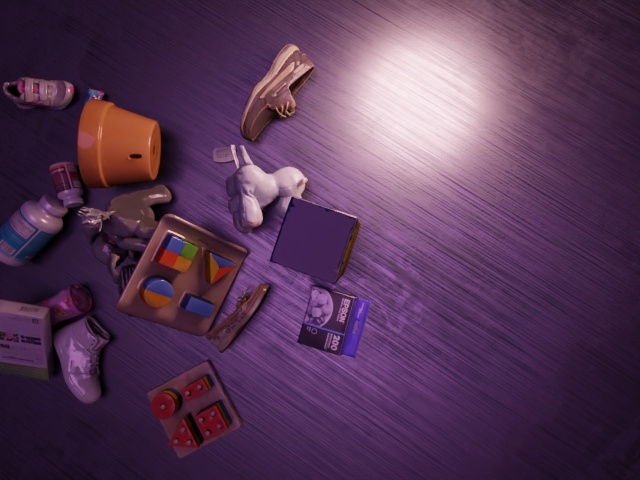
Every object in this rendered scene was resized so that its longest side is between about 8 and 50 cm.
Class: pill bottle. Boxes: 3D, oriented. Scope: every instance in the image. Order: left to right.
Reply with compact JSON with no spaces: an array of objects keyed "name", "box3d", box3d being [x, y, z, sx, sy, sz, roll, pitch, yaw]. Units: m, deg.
[{"name":"pill bottle","box3d":[-1.026,-0.042,1.591,0.264,0.146,0.146,-43,85,4]},{"name":"pill bottle","box3d":[-0.906,-0.198,1.610,0.086,0.086,0.152,-18,87,6]}]

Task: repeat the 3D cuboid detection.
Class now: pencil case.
[{"name":"pencil case","box3d":[-0.966,0.253,1.595,0.284,0.124,0.124,-23,87,7]},{"name":"pencil case","box3d":[-0.821,-0.468,1.614,0.070,0.064,0.152,7,91,31]}]

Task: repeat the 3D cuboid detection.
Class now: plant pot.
[{"name":"plant pot","box3d":[-0.657,-0.313,1.503,0.203,0.291,0.291,4,90,-10]}]

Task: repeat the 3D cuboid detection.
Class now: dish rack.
[{"name":"dish rack","box3d":[-0.589,0.166,1.578,0.271,0.074,0.209,-8,88,6]}]

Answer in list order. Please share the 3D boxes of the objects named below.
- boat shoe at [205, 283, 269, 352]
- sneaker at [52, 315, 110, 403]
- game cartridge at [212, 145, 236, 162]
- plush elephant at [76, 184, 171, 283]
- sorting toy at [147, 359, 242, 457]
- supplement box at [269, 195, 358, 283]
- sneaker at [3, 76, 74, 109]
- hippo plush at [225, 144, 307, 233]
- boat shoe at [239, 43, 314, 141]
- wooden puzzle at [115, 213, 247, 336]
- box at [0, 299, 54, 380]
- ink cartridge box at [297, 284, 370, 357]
[{"name":"boat shoe","box3d":[-0.281,0.252,1.528,0.089,0.104,0.285,38,94,3]},{"name":"sneaker","box3d":[-0.812,0.414,1.582,0.169,0.108,0.293,-28,85,8]},{"name":"game cartridge","box3d":[-0.338,-0.303,1.585,0.083,0.017,0.056,-5,85,6]},{"name":"plush elephant","box3d":[-0.648,-0.010,1.500,0.272,0.329,0.255,55,129,25]},{"name":"sorting toy","box3d":[-0.448,0.593,1.549,0.255,0.089,0.257,-29,87,5]},{"name":"supplement box","box3d":[0.000,0.000,1.373,0.195,0.356,0.194,19,92,6]},{"name":"sneaker","box3d":[-1.018,-0.529,1.613,0.252,0.111,0.103,-6,89,6]},{"name":"hippo plush","box3d":[-0.177,-0.174,1.501,0.236,0.234,0.295,-7,105,-24]},{"name":"boat shoe","box3d":[-0.144,-0.483,1.509,0.130,0.132,0.356,32,94,6]},{"name":"wooden puzzle","box3d":[-0.433,0.130,1.456,0.322,0.080,0.348,29,89,-36]},{"name":"box","box3d":[-1.046,0.341,1.531,0.232,0.058,0.322,12,121,-10]},{"name":"ink cartridge box","box3d":[0.046,0.277,1.523,0.208,0.045,0.207,15,91,5]}]
